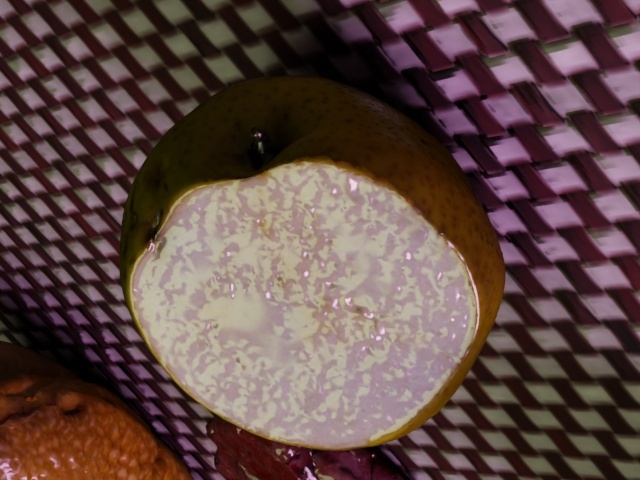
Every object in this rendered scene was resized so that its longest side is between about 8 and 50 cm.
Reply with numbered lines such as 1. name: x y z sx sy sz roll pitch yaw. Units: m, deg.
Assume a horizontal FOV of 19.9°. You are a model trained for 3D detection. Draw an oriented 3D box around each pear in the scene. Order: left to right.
1. pear: 0.000 0.000 0.665 0.141 0.104 0.141 6 127 7

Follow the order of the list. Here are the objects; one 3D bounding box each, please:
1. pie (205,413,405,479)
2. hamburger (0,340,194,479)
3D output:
1. pie: 0.001 0.136 0.971 0.153 0.038 0.153 34 157 16
2. hamburger: -0.212 0.210 1.088 0.170 0.290 0.314 15 150 42
